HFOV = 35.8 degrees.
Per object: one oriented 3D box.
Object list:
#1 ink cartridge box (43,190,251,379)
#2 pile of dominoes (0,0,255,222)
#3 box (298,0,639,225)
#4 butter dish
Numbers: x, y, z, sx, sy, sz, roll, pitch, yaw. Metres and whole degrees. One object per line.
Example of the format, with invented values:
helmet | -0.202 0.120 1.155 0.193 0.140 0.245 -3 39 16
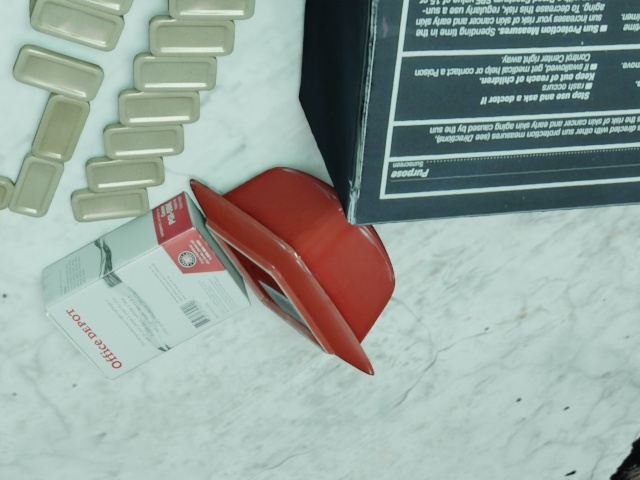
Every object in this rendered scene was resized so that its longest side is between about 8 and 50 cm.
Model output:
ink cartridge box | -0.140 0.038 0.798 0.135 0.056 0.099 -28 129 4
pile of dominoes | -0.178 -0.118 0.695 0.195 0.040 0.251 13 130 -26
box | 0.148 -0.184 0.636 0.296 0.183 0.294 -4 126 -13
butter dish | 0.000 0.000 0.774 0.118 0.160 0.160 -43 131 -14
